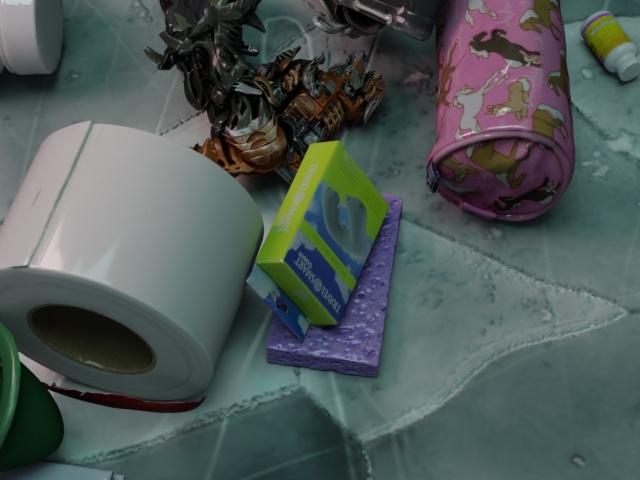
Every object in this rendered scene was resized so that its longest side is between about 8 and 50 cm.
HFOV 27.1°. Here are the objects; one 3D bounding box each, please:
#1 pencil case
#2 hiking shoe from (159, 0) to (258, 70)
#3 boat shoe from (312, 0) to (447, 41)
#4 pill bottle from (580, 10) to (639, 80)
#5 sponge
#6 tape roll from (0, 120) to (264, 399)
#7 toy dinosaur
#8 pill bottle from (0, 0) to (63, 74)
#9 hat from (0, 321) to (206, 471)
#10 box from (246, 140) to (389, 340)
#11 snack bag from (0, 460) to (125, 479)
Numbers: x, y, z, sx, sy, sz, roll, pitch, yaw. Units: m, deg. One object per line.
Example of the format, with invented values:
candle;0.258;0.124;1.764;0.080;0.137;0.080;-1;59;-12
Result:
pencil case;0.191;-0.213;1.474;0.167;0.160;0.386;-11;55;21
hiking shoe;-0.138;-0.305;1.607;0.114;0.086;0.227;-6;66;-11
boat shoe;0.045;-0.283;1.525;0.113;0.105;0.306;9;10;-37
pill bottle;0.340;-0.225;1.545;0.043;0.043;0.083;-22;59;-11
sponge;0.017;0.038;1.402;0.117;0.031;0.210;7;57;6
tape roll;-0.194;0.026;1.296;0.246;0.246;0.169;12;60;10
toy dinosaur;-0.078;-0.146;1.442;0.322;0.164;0.218;-31;98;-45
pill bottle;-0.452;-0.263;1.539;0.283;0.161;0.161;1;58;3
hat;-0.268;0.181;1.291;0.208;0.183;0.173;19;87;48
box;0.000;0.000;1.344;0.042;0.109;0.178;-4;49;39
snack bag;-0.370;0.351;1.221;0.323;0.037;0.343;5;59;7
